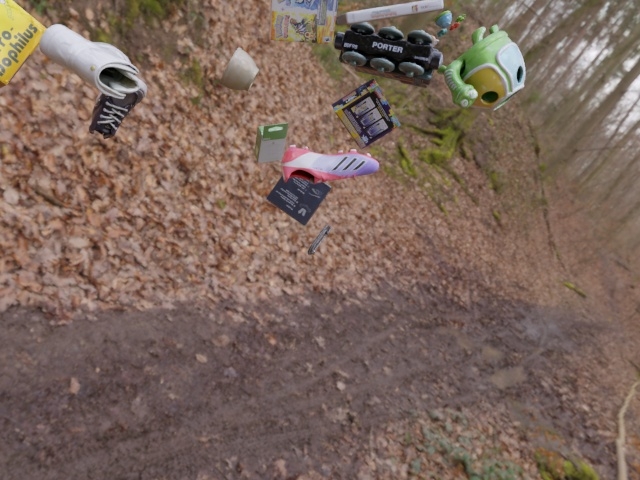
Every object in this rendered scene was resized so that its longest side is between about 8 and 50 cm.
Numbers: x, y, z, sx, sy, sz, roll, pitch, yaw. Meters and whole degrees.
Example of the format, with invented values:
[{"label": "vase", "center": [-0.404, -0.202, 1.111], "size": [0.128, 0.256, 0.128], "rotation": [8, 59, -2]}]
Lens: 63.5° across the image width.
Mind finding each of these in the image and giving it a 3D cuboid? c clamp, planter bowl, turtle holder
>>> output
[{"label": "c clamp", "center": [0.000, 0.000, 2.018], "size": [0.022, 0.160, 0.137], "rotation": [35, -18, 10]}, {"label": "planter bowl", "center": [-0.306, -0.650, 2.014], "size": [0.109, 0.162, 0.162], "rotation": [29, 13, -12]}, {"label": "turtle holder", "center": [0.540, -0.550, 1.693], "size": [0.227, 0.243, 0.320], "rotation": [54, 26, 4]}]

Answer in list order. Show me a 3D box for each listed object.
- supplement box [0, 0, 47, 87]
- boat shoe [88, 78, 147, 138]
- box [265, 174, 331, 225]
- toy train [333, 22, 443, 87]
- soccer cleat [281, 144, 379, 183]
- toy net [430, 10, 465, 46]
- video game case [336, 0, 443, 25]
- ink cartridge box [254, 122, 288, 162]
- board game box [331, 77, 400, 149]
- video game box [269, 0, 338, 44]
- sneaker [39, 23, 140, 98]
[{"label": "supplement box", "center": [-0.920, -0.523, 1.373], "size": [0.357, 0.194, 0.195], "rotation": [6, -26, 45]}, {"label": "boat shoe", "center": [-0.705, -0.450, 1.786], "size": [0.127, 0.157, 0.341], "rotation": [18, -13, -32]}, {"label": "box", "center": [-0.070, -0.155, 1.722], "size": [0.156, 0.158, 0.093], "rotation": [35, 2, 0]}, {"label": "toy train", "center": [0.207, -0.565, 1.591], "size": [0.334, 0.142, 0.190], "rotation": [14, -1, 10]}, {"label": "soccer cleat", "center": [0.024, -0.180, 1.309], "size": [0.248, 0.094, 0.083], "rotation": [6, -18, -7]}, {"label": "toy net", "center": [0.470, -0.829, 2.056], "size": [0.045, 0.122, 0.232], "rotation": [63, -22, 3]}, {"label": "video game case", "center": [0.149, -0.521, 1.186], "size": [0.227, 0.207, 0.026], "rotation": [-100, -179, -69]}, {"label": "ink cartridge box", "center": [-0.203, -0.415, 2.115], "size": [0.109, 0.209, 0.062], "rotation": [-11, 57, -21]}, {"label": "board game box", "center": [0.135, -0.365, 1.505], "size": [0.170, 0.141, 0.048], "rotation": [47, 20, -46]}, {"label": "video game box", "center": [-0.046, -0.664, 1.453], "size": [0.187, 0.205, 0.048], "rotation": [2, 40, -7]}, {"label": "sneaker", "center": [-0.474, -0.375, 1.176], "size": [0.169, 0.108, 0.292], "rotation": [34, 11, 3]}]
